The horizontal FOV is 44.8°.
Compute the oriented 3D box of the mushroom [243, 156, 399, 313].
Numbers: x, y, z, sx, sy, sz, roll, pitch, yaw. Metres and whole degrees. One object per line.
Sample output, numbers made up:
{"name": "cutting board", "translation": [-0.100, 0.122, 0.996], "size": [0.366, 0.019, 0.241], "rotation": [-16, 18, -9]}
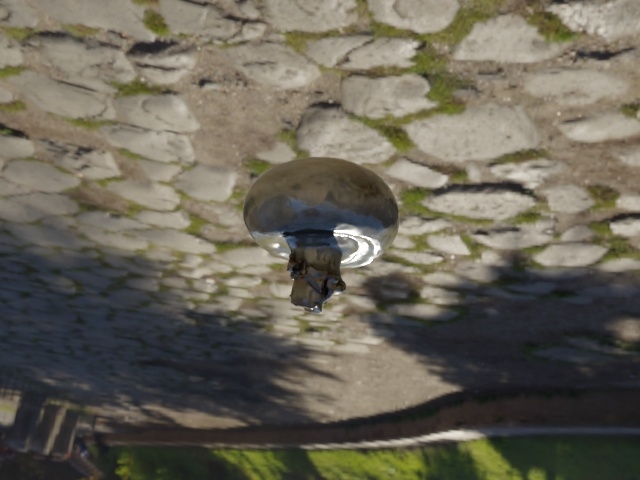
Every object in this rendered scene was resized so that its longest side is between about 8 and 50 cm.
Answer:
{"name": "mushroom", "translation": [0.000, 0.000, 0.405], "size": [0.085, 0.079, 0.085], "rotation": [-1, 159, 0]}
